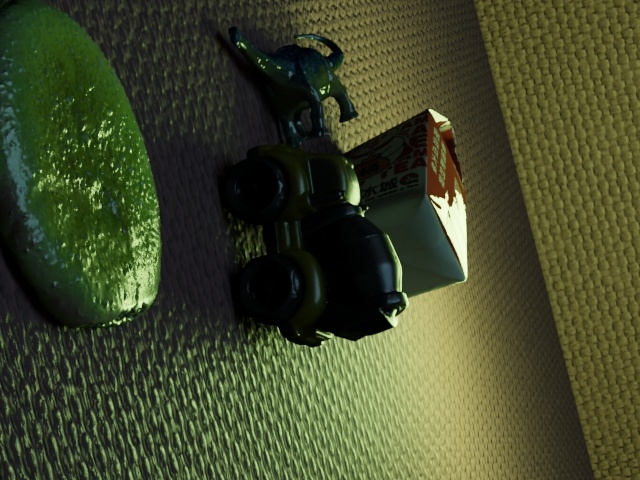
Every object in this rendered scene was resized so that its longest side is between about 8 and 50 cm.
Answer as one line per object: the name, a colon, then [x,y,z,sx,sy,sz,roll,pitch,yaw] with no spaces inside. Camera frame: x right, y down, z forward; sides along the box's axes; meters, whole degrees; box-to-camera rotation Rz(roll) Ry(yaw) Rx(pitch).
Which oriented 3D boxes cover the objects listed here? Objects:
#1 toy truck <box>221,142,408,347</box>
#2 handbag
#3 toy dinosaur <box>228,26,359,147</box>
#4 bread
toy truck: [0.000,0.000,1.872,0.147,0.165,0.224,30,48,-67]
handbag: [0.085,-0.058,2.215,0.298,0.171,0.151,-86,153,-56]
toy dinosaur: [-0.021,-0.190,2.114,0.147,0.076,0.363,70,20,0]
bread: [-0.203,-0.066,1.473,0.301,0.045,0.301,-15,90,-74]
